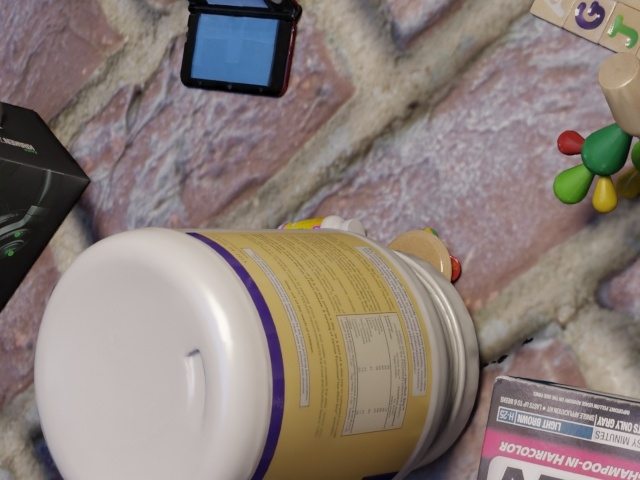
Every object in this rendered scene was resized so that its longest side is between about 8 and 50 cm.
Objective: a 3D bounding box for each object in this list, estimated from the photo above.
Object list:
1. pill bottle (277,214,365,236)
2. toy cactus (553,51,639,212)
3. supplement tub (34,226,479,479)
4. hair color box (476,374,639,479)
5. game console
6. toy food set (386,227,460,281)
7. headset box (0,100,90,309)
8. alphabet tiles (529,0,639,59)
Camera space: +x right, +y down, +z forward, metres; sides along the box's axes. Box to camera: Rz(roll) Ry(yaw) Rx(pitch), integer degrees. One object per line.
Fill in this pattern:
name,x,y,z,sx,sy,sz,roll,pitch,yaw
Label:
pill bottle,0.000,0.000,1.666,0.083,0.043,0.043,-10,76,36
toy cactus,0.273,-0.093,1.397,0.219,0.180,0.112,-7,57,32
supplement tub,-0.044,0.109,1.481,0.241,0.331,0.241,0,90,40
hair color box,0.204,0.294,1.417,0.174,0.105,0.347,8,87,39
game console,-0.099,-0.217,1.759,0.144,0.124,0.085,10,61,38
toy food set,0.087,0.031,1.608,0.082,0.020,0.083,-39,60,26
headset box,-0.417,-0.029,1.864,0.283,0.246,0.131,-53,56,18
alphabet tiles,0.302,-0.267,1.505,0.198,0.009,0.237,31,101,37
